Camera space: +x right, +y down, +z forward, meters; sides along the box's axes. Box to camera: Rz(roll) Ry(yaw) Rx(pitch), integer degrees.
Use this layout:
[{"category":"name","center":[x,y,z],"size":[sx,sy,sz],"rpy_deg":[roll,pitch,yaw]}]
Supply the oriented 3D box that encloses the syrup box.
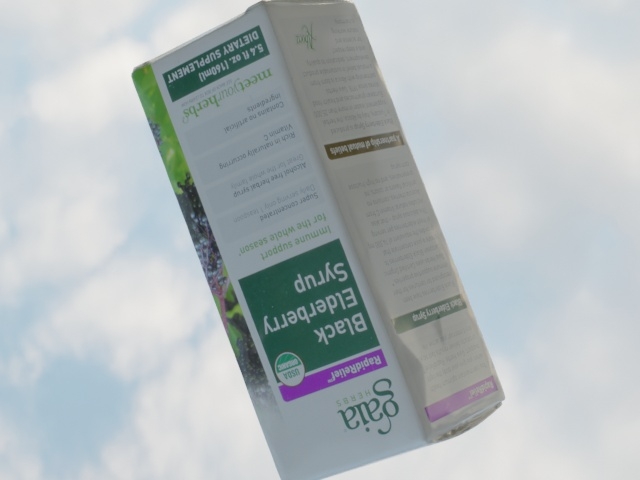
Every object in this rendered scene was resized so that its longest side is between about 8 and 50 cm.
[{"category":"syrup box","center":[0.000,0.000,0.918],"size":[0.096,0.093,0.237],"rpy_deg":[-14,-97,-58]}]
